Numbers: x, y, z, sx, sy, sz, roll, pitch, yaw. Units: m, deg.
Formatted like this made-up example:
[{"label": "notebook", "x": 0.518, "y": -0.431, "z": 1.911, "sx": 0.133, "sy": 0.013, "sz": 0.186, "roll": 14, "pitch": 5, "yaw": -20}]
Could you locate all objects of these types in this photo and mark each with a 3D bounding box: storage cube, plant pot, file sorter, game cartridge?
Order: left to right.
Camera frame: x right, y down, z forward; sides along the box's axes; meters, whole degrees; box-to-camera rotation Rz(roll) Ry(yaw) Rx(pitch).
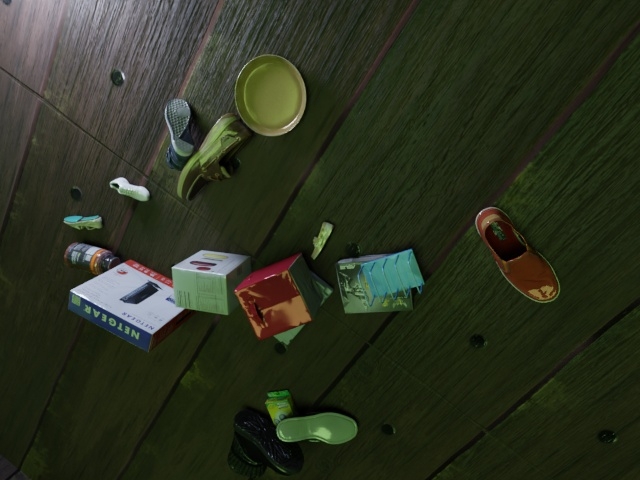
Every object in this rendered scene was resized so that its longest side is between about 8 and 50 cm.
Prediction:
[{"label": "plant pot", "x": -0.151, "y": -0.444, "z": 1.327, "sx": 0.236, "sy": 0.032, "sz": 0.237, "roll": 5, "pitch": 110, "yaw": 15}, {"label": "storage cube", "x": -0.125, "y": 0.172, "z": 1.375, "sx": 0.193, "sy": 0.215, "sz": 0.184, "roll": -23, "pitch": 99, "yaw": 16}, {"label": "game cartridge", "x": -0.111, "y": 0.214, "z": 1.522, "sx": 0.196, "sy": 0.060, "sz": 0.294, "roll": 38, "pitch": 114, "yaw": -1}, {"label": "file sorter", "x": 0.211, "y": 0.117, "z": 1.299, "sx": 0.170, "sy": 0.104, "sz": 0.118, "roll": -18, "pitch": 101, "yaw": 21}]

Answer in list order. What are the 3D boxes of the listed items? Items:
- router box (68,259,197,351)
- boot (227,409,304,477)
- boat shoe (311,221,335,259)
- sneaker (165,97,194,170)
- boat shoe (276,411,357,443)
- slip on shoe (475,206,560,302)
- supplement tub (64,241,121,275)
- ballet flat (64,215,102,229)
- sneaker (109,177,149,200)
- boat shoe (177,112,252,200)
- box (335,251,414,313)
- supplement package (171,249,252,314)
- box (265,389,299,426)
[{"label": "router box", "x": -0.656, "y": 0.222, "z": 1.558, "sx": 0.335, "sy": 0.301, "sz": 0.082, "roll": 24, "pitch": 114, "yaw": 8}, {"label": "boot", "x": -0.221, "y": 0.857, "z": 1.694, "sx": 0.347, "sy": 0.131, "sz": 0.261, "roll": 26, "pitch": 117, "yaw": 33}, {"label": "boat shoe", "x": 0.000, "y": 0.000, "z": 1.421, "sx": 0.045, "sy": 0.050, "sz": 0.136, "roll": 31, "pitch": 104, "yaw": 9}, {"label": "sneaker", "x": -0.472, "y": -0.341, "z": 1.431, "sx": 0.163, "sy": 0.086, "sz": 0.227, "roll": 129, "pitch": 134, "yaw": -59}, {"label": "boat shoe", "x": -0.015, "y": 0.701, "z": 1.624, "sx": 0.302, "sy": 0.091, "sz": 0.115, "roll": 5, "pitch": 76, "yaw": -3}, {"label": "slip on shoe", "x": 0.563, "y": 0.051, "z": 1.231, "sx": 0.123, "sy": 0.101, "sz": 0.331, "roll": -36, "pitch": 96, "yaw": 22}, {"label": "supplement tub", "x": -0.890, "y": 0.078, "z": 1.690, "sx": 0.197, "sy": 0.106, "sz": 0.106, "roll": 14, "pitch": 111, "yaw": 13}, {"label": "ballet flat", "x": -0.930, "y": -0.065, "z": 1.684, "sx": 0.168, "sy": 0.057, "sz": 0.053, "roll": 1, "pitch": 117, "yaw": 17}, {"label": "sneaker", "x": -0.697, "y": -0.180, "z": 1.570, "sx": 0.152, "sy": 0.061, "sz": 0.054, "roll": 23, "pitch": 111, "yaw": 7}, {"label": "boat shoe", "x": -0.344, "y": -0.245, "z": 1.409, "sx": 0.123, "sy": 0.123, "sz": 0.342, "roll": 42, "pitch": 108, "yaw": 2}, {"label": "box", "x": 0.178, "y": 0.140, "z": 1.404, "sx": 0.230, "sy": 0.056, "sz": 0.183, "roll": -6, "pitch": 105, "yaw": 19}, {"label": "supplement package", "x": -0.371, "y": 0.140, "z": 1.500, "sx": 0.202, "sy": 0.194, "sz": 0.150, "roll": 6, "pitch": 109, "yaw": 15}, {"label": "box", "x": -0.144, "y": 0.676, "z": 1.691, "sx": 0.105, "sy": 0.043, "sz": 0.179, "roll": -16, "pitch": 101, "yaw": 21}]
